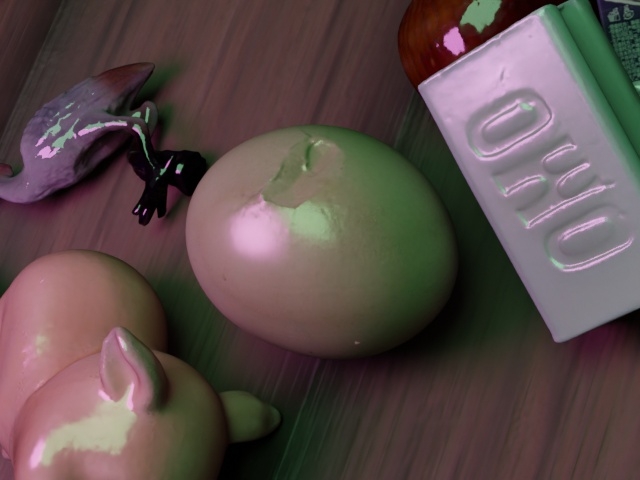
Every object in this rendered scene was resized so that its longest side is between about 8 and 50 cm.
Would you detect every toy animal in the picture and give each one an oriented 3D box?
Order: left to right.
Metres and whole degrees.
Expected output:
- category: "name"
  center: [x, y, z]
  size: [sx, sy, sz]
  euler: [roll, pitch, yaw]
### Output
- category: "toy animal"
  center: [-0.286, -0.097, 1.710]
  size: [0.324, 0.090, 0.195]
  euler: [-7, 63, 20]
- category: "toy animal"
  center: [-0.210, 0.150, 1.497]
  size: [0.269, 0.237, 0.326]
  euler: [-21, 56, 27]

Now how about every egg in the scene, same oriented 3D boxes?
- category: "egg"
  center: [0.000, 0.000, 1.453]
  size: [0.269, 0.219, 0.219]
  euler: [18, 74, 16]

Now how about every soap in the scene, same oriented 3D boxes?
- category: "soap"
  center: [0.219, -0.061, 1.362]
  size: [0.160, 0.087, 0.265]
  euler: [-30, 87, 37]

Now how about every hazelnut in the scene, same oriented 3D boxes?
- category: "hazelnut"
  center: [0.180, -0.204, 1.510]
  size: [0.202, 0.170, 0.160]
  euler: [-28, 38, -4]

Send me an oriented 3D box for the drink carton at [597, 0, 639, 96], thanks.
- category: "drink carton"
  center: [0.322, -0.203, 1.455]
  size: [0.102, 0.134, 0.222]
  euler: [-15, 60, 20]
